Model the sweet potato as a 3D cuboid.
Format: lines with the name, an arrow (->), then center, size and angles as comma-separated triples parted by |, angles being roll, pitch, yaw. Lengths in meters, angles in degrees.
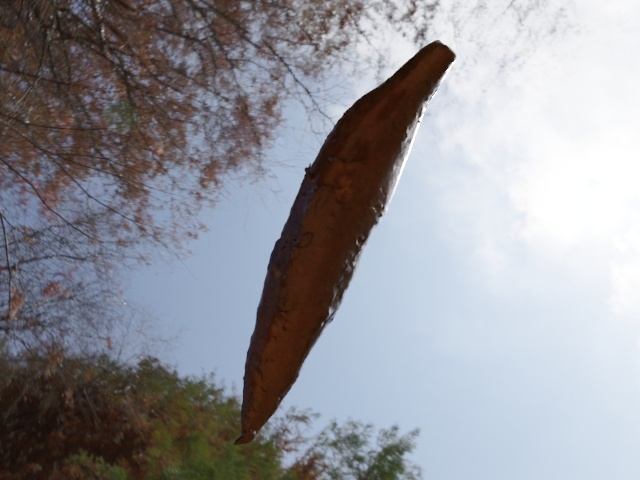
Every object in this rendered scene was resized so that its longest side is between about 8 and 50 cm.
sweet potato -> 0.000, 0.000, 0.411 | 0.072, 0.066, 0.314 | 26, -88, -24
